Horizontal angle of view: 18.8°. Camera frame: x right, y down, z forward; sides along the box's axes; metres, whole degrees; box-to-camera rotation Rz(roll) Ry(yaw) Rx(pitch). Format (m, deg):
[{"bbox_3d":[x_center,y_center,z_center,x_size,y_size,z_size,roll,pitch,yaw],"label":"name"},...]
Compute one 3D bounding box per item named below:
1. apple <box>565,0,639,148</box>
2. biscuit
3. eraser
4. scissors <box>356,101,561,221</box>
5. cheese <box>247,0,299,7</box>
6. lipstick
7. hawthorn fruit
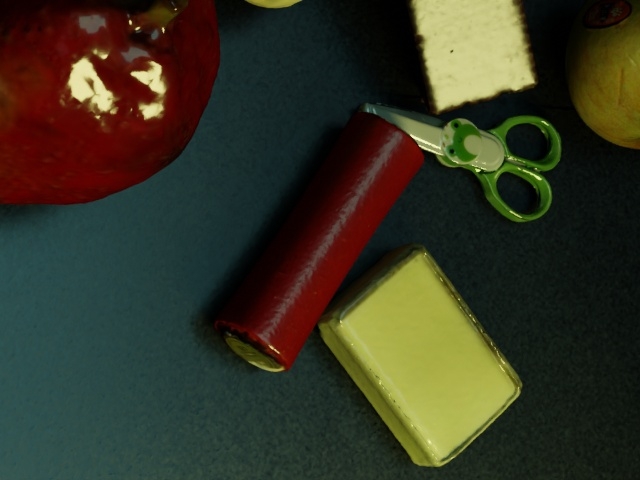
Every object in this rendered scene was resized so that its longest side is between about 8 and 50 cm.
[{"bbox_3d":[0.315,-0.165,1.783,0.182,0.182,0.155,8,75,-23],"label":"apple"},{"bbox_3d":[0.102,-0.291,1.666,0.107,0.073,0.388,-15,118,-1],"label":"biscuit"},{"bbox_3d":[0.087,0.101,1.723,0.117,0.058,0.172,-41,101,-21],"label":"eraser"},{"bbox_3d":[0.127,-0.089,1.773,0.204,0.027,0.101,19,73,-21],"label":"scissors"},{"bbox_3d":[-0.036,-0.318,1.645,0.214,0.117,0.226,53,51,-47],"label":"cheese"},{"bbox_3d":[0.000,0.000,1.684,0.080,0.080,0.241,38,72,-16],"label":"lipstick"},{"bbox_3d":[-0.194,-0.160,1.491,0.265,0.307,0.265,13,71,-40],"label":"hawthorn fruit"}]
